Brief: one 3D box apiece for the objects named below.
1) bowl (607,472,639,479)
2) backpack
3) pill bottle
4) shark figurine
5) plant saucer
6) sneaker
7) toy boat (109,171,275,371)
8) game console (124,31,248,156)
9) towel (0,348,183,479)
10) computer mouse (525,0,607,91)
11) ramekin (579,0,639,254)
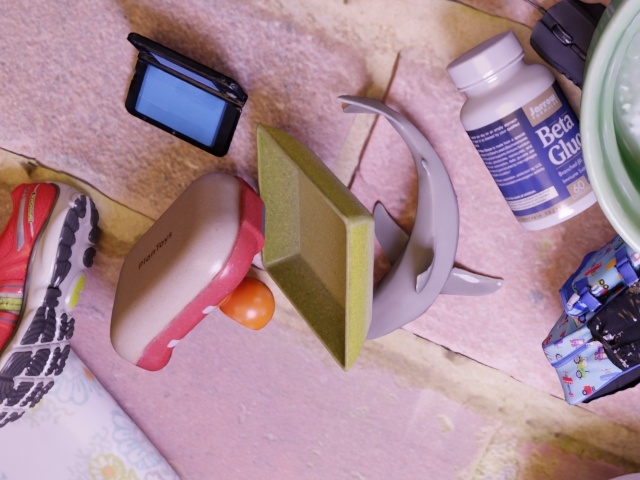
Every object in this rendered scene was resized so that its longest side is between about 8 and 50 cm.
[{"bbox_3d":[0.351,0.345,1.178,0.298,0.134,0.297,7,114,16],"label":"bowl"},{"bbox_3d":[0.278,0.068,1.082,0.117,0.158,0.173,49,129,3],"label":"backpack"},{"bbox_3d":[0.186,-0.102,1.066,0.094,0.094,0.169,-27,102,25],"label":"pill bottle"},{"bbox_3d":[0.091,-0.011,1.127,0.166,0.116,0.278,5,115,14],"label":"shark figurine"},{"bbox_3d":[0.000,0.000,1.134,0.045,0.188,0.188,-19,132,-21],"label":"plant saucer"},{"bbox_3d":[-0.332,0.068,1.267,0.118,0.107,0.279,16,81,21],"label":"sneaker"},{"bbox_3d":[-0.115,0.049,1.211,0.151,0.151,0.231,31,124,-25],"label":"toy boat"},{"bbox_3d":[-0.143,-0.144,1.169,0.122,0.107,0.071,26,89,5],"label":"game console"},{"bbox_3d":[-0.357,0.305,1.416,0.374,0.090,0.320,-35,101,27],"label":"towel"},{"bbox_3d":[0.194,-0.209,1.050,0.242,0.041,0.071,38,118,0],"label":"computer mouse"},{"bbox_3d":[0.359,-0.118,0.951,0.304,0.148,0.303,2,111,6],"label":"ramekin"}]
